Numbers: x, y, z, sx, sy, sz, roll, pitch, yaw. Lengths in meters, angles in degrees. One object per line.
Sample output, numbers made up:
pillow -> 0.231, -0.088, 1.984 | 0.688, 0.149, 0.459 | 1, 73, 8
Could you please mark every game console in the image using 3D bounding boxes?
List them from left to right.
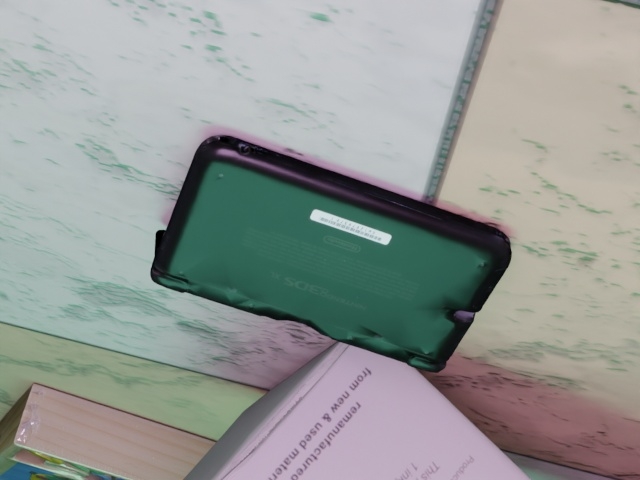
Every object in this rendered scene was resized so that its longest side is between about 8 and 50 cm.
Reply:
game console -> 0.000, 0.000, 0.492 | 0.122, 0.071, 0.107 | 18, 129, -10

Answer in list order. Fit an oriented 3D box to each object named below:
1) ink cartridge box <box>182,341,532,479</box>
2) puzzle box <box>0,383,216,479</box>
ink cartridge box -> 0.062, 0.211, 0.666 | 0.306, 0.131, 0.226 | 43, 156, -1
puzzle box -> -0.171, 0.227, 1.145 | 0.272, 0.052, 0.409 | 20, 159, -14
